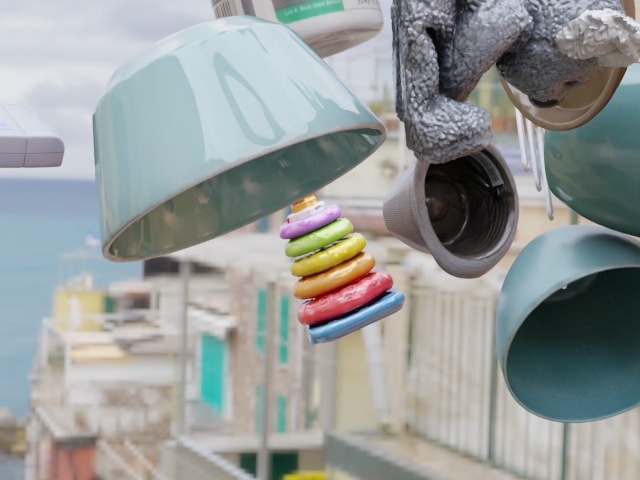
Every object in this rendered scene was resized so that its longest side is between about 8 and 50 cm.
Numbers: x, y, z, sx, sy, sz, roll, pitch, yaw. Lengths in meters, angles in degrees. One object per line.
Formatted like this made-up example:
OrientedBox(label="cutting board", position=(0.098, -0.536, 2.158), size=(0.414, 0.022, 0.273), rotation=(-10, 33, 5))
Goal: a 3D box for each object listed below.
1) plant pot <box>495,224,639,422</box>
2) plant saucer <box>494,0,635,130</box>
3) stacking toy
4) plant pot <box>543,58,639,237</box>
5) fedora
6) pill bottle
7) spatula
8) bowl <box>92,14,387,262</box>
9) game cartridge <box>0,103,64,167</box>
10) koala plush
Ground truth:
OrientedBox(label="plant pot", position=(0.372, 0.091, 2.143), size=(0.290, 0.290, 0.195), rotation=(1, 37, -16))
OrientedBox(label="plant saucer", position=(0.297, -0.274, 1.845), size=(0.041, 0.277, 0.278), rotation=(-8, 7, -28))
OrientedBox(label="stacking toy", position=(0.000, 0.000, 2.362), size=(0.166, 0.301, 0.175), rotation=(-24, 6, -3))
OrientedBox(label="plant pot", position=(0.440, -0.139, 2.031), size=(0.235, 0.293, 0.293), rotation=(7, 5, 25))
OrientedBox(label="fedora", position=(0.191, -0.056, 2.359), size=(0.124, 0.243, 0.275), rotation=(-11, 7, 44))
OrientedBox(label="pill bottle", position=(-0.062, -0.404, 1.843), size=(0.204, 0.361, 0.204), rotation=(-15, -1, 0))
OrientedBox(label="spatula", position=(0.290, -0.160, 2.099), size=(0.019, 0.242, 0.168), rotation=(-13, -37, 18))
OrientedBox(label="bowl", position=(-0.105, -0.115, 1.506), size=(0.312, 0.163, 0.311), rotation=(-24, -7, -3))
OrientedBox(label="game cartridge", position=(-0.525, -0.156, 2.130), size=(0.297, 0.062, 0.198), rotation=(3, 14, -26))
OrientedBox(label="koala plush", position=(0.180, -0.192, 1.372), size=(0.221, 0.203, 0.196), rotation=(-4, 21, -1))
